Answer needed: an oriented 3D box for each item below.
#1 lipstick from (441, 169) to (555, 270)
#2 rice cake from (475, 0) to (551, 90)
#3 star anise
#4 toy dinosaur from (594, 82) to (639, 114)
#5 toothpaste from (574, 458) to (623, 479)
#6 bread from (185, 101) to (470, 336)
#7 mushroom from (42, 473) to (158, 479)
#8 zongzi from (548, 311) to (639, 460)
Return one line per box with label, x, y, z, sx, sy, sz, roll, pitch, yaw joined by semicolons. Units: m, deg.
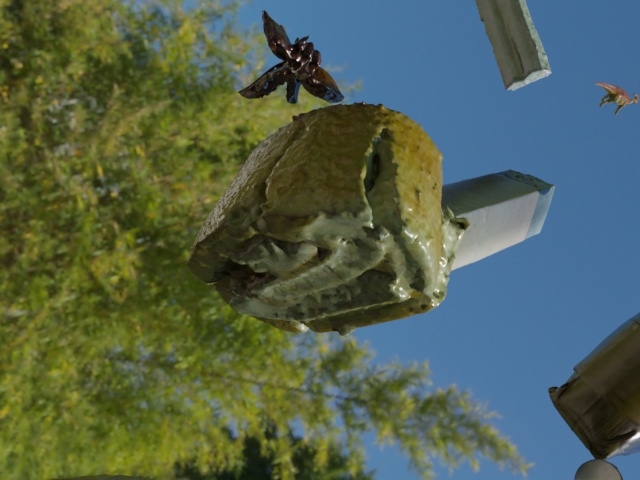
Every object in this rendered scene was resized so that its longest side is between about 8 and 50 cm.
lipstick;0.169;-0.025;1.032;0.066;0.317;0.068;24;-70;26
rice cake;0.316;-0.348;1.570;0.085;0.040;0.226;-35;-125;38
star anise;-0.041;-0.230;1.341;0.144;0.158;0.140;-80;180;-52
toy dinosaur;0.431;-0.214;1.408;0.041;0.113;0.026;-41;-131;43
toothpaste;0.270;0.276;0.935;0.045;0.071;0.193;43;-15;34
bread;0.000;0.000;0.813;0.186;0.124;0.257;41;-41;-25
mushroom;-0.101;0.275;0.408;0.239;0.345;0.345;-91;175;-68
zongzi;0.497;0.201;1.386;0.274;0.300;0.145;-46;-124;11
